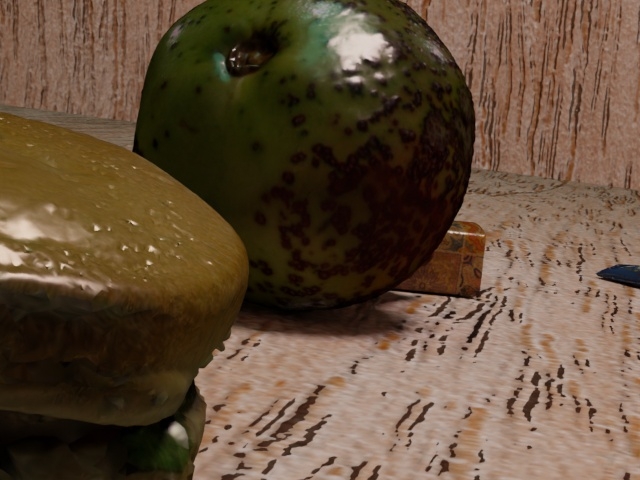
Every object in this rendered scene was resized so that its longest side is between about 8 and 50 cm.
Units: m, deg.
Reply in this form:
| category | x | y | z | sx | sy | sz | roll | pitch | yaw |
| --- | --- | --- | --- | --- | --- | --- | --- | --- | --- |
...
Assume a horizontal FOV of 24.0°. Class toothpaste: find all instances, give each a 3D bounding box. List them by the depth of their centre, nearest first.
| category | x | y | z | sx | sy | sz | roll | pitch | yaw |
| --- | --- | --- | --- | --- | --- | --- | --- | --- | --- |
| toothpaste | 0.256 | 0.029 | 1.208 | 0.027 | 0.019 | 0.083 | -17 | 14 | -29 |

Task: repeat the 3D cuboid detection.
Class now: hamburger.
| category | x | y | z | sx | sy | sz | roll | pitch | yaw |
| --- | --- | --- | --- | --- | --- | --- | --- | --- | --- |
| hamburger | -0.118 | 0.026 | 0.438 | 0.215 | 0.122 | 0.189 | 7 | 12 | -32 |

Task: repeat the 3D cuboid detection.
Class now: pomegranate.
| category | x | y | z | sx | sy | sz | roll | pitch | yaw |
| --- | --- | --- | --- | --- | --- | --- | --- | --- | --- |
| pomegranate | 0.004 | -0.039 | 0.917 | 0.214 | 0.214 | 0.248 | 12 | -24 | 37 |

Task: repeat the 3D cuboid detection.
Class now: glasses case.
| category | x | y | z | sx | sy | sz | roll | pitch | yaw |
| --- | --- | --- | --- | --- | --- | --- | --- | --- | --- |
| glasses case | 0.000 | 0.000 | 1.051 | 0.218 | 0.049 | 0.075 | 6 | 7 | -7 |
